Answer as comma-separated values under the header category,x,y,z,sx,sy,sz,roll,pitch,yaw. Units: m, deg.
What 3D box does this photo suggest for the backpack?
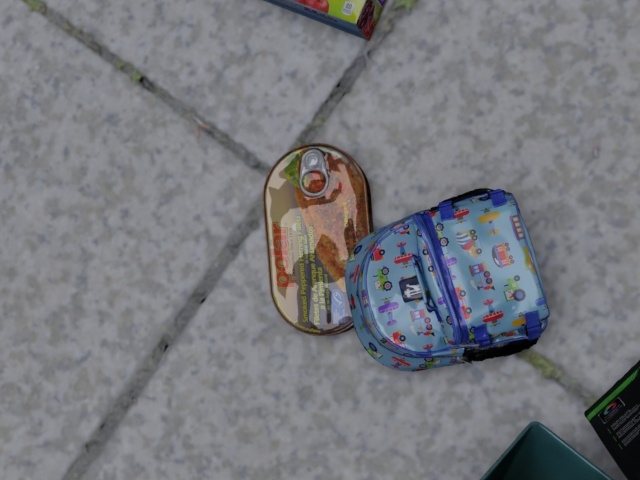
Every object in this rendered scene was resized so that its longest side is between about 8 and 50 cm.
category,x,y,z,sx,sy,sz,roll,pitch,yaw
backpack,0.111,0.040,1.432,0.173,0.117,0.158,-12,81,0

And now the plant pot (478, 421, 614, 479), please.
category,x,y,z,sx,sy,sz,roll,pitch,yaw
plant pot,0.168,0.317,1.338,0.165,0.165,0.234,37,135,15

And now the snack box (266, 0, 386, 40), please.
category,x,y,z,sx,sy,sz,roll,pitch,yaw
snack box,0.006,-0.329,1.539,0.174,0.070,0.207,22,87,16

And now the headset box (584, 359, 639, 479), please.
category,x,y,z,sx,sy,sz,roll,pitch,yaw
headset box,0.369,0.134,1.294,0.131,0.283,0.246,45,96,-4

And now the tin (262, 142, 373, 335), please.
category,x,y,z,sx,sy,sz,roll,pitch,yaw
tin,0.000,0.000,1.519,0.106,0.040,0.190,-5,83,9
